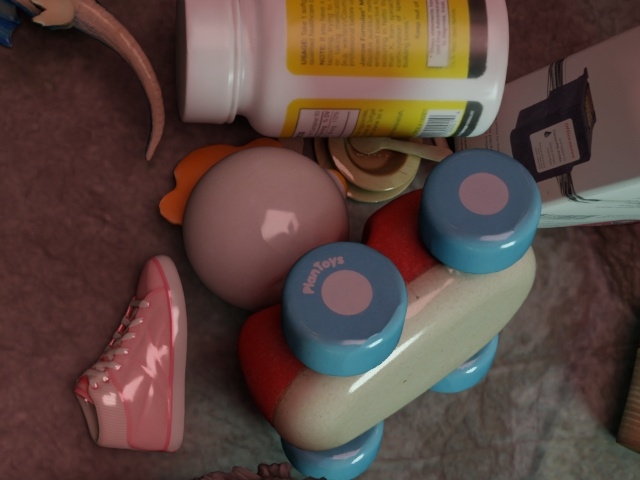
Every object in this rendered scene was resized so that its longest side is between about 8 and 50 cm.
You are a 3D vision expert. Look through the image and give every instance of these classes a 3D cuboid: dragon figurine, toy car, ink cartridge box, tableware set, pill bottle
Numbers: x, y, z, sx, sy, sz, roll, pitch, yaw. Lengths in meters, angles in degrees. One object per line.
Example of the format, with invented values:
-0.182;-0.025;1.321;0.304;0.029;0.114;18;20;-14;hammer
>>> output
-0.202;-0.185;0.798;0.085;0.144;0.289;-51;119;-19;dragon figurine
0.000;0.000;0.814;0.210;0.219;0.238;-34;66;-19;toy car
0.227;-0.072;0.840;0.171;0.237;0.100;-2;84;-25;ink cartridge box
0.018;-0.122;0.889;0.128;0.039;0.194;-26;92;-20;tableware set
0.010;-0.128;0.809;0.208;0.119;0.119;-1;83;-11;pill bottle

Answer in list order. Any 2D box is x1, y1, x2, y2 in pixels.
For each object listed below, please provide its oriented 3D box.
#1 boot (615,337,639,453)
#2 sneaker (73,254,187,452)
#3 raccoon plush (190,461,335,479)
0.385;0.100;0.905;0.283;0.109;0.220;20;83;24;boot
-0.129;0.076;0.809;0.070;0.051;0.134;1;87;-24;sneaker
-0.096;0.307;0.764;0.446;0.216;0.299;9;108;19;raccoon plush
